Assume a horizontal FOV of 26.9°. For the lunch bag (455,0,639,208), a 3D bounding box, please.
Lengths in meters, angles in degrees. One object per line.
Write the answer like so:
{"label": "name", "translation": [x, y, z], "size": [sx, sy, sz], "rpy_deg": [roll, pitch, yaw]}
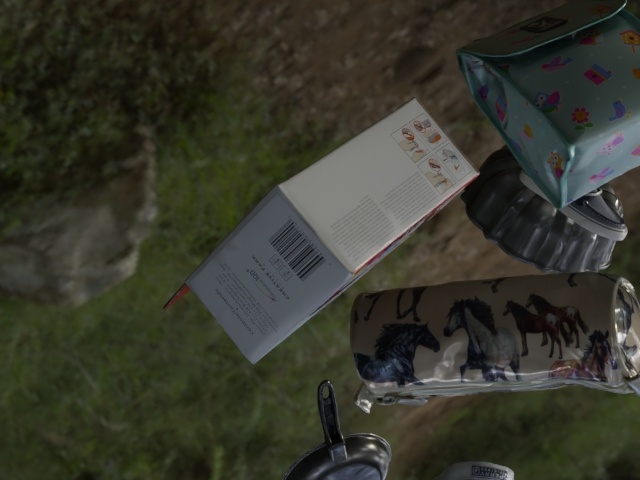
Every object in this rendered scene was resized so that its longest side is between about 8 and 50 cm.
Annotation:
{"label": "lunch bag", "translation": [0.333, -0.209, 1.766], "size": [0.223, 0.262, 0.160], "rpy_deg": [-25, 148, -14]}

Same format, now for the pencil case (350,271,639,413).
{"label": "pencil case", "translation": [0.245, 0.143, 1.835], "size": [0.410, 0.184, 0.160], "rpy_deg": [-6, 156, 24]}

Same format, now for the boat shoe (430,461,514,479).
{"label": "boat shoe", "translation": [0.209, 0.457, 2.050], "size": [0.367, 0.135, 0.157], "rpy_deg": [120, -19, -64]}

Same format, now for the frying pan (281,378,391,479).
{"label": "frying pan", "translation": [0.048, 0.340, 2.140], "size": [0.197, 0.053, 0.326], "rpy_deg": [-3, 134, -28]}

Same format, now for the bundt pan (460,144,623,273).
{"label": "bundt pan", "translation": [0.449, -0.080, 2.627], "size": [0.331, 0.331, 0.124], "rpy_deg": [-25, 147, -49]}

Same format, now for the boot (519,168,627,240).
{"label": "boot", "translation": [0.391, -0.082, 2.003], "size": [0.069, 0.190, 0.086], "rpy_deg": [-19, 140, -56]}

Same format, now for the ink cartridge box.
{"label": "ink cartridge box", "translation": [0.000, 0.000, 1.577], "size": [0.272, 0.130, 0.309], "rpy_deg": [-43, 176, 41]}
